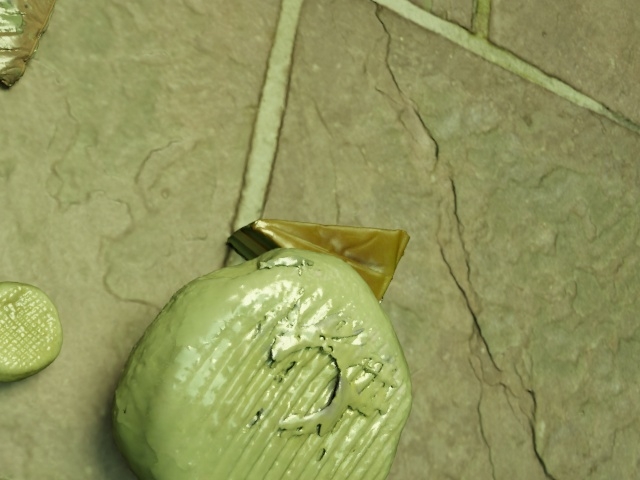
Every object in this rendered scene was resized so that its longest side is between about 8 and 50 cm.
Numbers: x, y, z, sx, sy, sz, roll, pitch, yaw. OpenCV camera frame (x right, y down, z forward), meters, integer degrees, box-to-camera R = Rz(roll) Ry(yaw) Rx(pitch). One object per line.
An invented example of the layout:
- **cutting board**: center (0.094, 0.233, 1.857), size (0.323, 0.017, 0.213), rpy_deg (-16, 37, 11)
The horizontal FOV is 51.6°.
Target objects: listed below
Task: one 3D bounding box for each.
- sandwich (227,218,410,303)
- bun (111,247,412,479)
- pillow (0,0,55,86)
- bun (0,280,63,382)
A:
- **sandwich**: center (0.000, 0.000, 0.712), size (0.163, 0.079, 0.113), rpy_deg (37, 60, -13)
- **bun**: center (-0.045, 0.138, 0.599), size (0.273, 0.168, 0.272), rpy_deg (0, 91, -24)
- **pillow**: center (-0.372, -0.239, 0.590), size (0.249, 0.049, 0.135), rpy_deg (20, 69, -27)
- **bun**: center (-0.265, 0.077, 0.559), size (0.086, 0.055, 0.086), rpy_deg (16, 66, -39)
